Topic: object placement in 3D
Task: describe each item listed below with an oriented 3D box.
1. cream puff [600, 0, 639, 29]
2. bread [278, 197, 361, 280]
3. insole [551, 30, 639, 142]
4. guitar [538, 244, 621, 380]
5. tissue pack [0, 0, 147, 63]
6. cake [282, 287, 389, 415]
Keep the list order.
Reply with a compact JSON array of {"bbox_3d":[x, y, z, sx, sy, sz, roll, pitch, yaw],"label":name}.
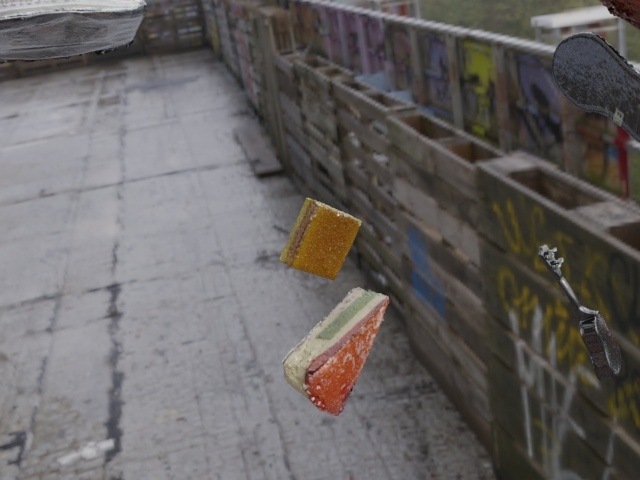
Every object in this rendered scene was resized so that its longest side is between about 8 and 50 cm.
[{"bbox_3d":[0.433,-0.351,1.091,0.240,0.164,0.240,2,51,-2],"label":"cream puff"},{"bbox_3d":[0.000,0.000,1.237,0.090,0.094,0.035,22,4,-40],"label":"bread"},{"bbox_3d":[0.372,-0.204,1.215,0.012,0.110,0.309,0,29,-11],"label":"insole"},{"bbox_3d":[0.447,0.118,1.580,0.038,0.271,0.084,-21,19,32],"label":"guitar"},{"bbox_3d":[-0.394,-0.340,1.339,0.259,0.122,0.361,-11,7,-15],"label":"tissue pack"},{"bbox_3d":[0.019,0.169,1.529,0.086,0.220,0.117,18,-8,42],"label":"cake"}]
